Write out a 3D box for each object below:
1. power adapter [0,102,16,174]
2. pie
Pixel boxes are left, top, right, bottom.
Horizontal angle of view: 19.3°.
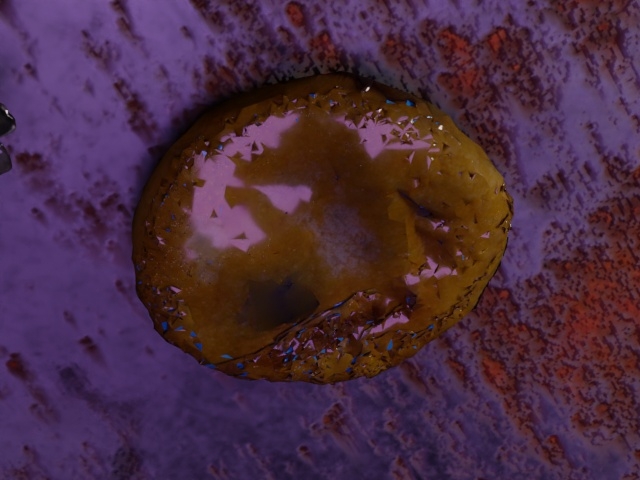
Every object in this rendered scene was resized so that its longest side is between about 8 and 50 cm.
[{"bbox_3d":[-0.317,-0.022,1.225,0.255,0.187,0.124,-21,119,5],"label":"power adapter"},{"bbox_3d":[0.001,-0.001,1.335,0.273,0.069,0.273,-2,119,-3],"label":"pie"}]
